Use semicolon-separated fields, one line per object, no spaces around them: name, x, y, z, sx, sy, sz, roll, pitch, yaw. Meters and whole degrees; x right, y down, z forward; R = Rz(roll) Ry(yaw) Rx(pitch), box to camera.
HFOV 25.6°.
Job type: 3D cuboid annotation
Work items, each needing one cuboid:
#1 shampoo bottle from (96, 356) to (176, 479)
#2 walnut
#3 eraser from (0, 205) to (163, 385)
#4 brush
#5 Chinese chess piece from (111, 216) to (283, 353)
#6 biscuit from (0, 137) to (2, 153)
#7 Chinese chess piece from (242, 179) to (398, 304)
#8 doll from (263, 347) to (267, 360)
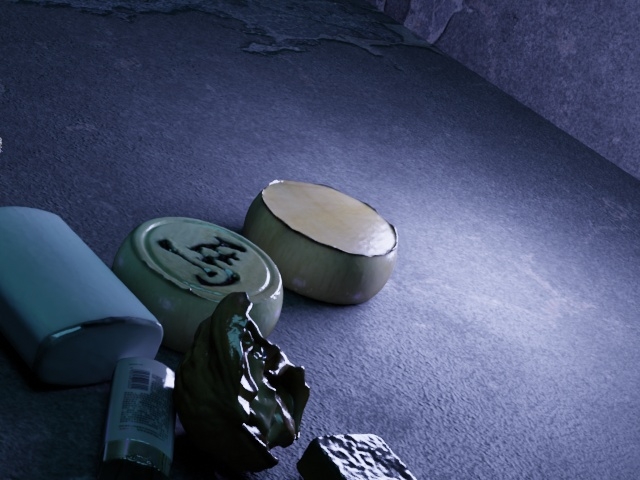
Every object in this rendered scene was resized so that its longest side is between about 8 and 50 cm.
shampoo bottle;-0.217;0.222;1.699;0.086;0.056;0.227;17;24;-12
walnut;-0.109;0.194;1.729;0.141;0.238;0.204;-13;51;14
eraser;-0.356;0.066;1.851;0.189;0.104;0.290;-7;36;-41
brush;0.071;0.316;1.749;0.123;0.059;0.197;2;31;-43
Chinese chess piece;-0.175;0.065;2.019;0.250;0.101;0.250;18;25;-9
biscuit;-0.556;-0.126;2.143;0.052;0.056;0.188;32;24;15
Chinese chess piece;0.000;0.000;2.305;0.257;0.104;0.257;19;23;-8
doll;-0.075;0.178;1.913;0.083;0.076;0.050;25;-12;23
